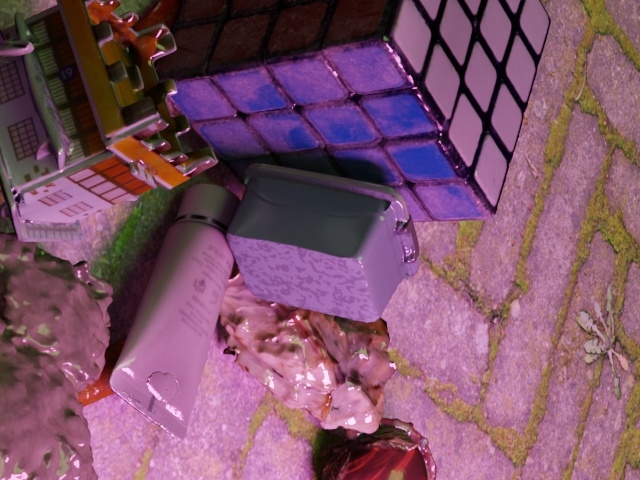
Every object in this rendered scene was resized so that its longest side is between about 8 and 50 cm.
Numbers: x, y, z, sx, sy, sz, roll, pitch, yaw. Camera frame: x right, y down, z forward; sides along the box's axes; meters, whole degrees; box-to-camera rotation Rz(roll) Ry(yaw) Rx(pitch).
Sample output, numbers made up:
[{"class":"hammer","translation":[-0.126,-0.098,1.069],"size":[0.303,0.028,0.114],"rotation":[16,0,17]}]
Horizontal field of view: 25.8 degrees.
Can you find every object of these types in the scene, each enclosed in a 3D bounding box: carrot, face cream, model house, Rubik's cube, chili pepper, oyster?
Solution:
[{"class":"carrot","translation":[-0.253,0.158,1.664],"size":[0.186,0.060,0.060],"rotation":[-26,110,-46]},{"class":"face cream","translation":[-0.166,0.074,1.697],"size":[0.143,0.089,0.314],"rotation":[48,43,-40]},{"class":"model house","translation":[-0.258,-0.141,1.481],"size":[0.198,0.215,0.224],"rotation":[43,25,-72]},{"class":"Rubik's cube","translation":[0.049,-0.244,1.763],"size":[0.337,0.344,0.344],"rotation":[50,48,-43]},{"class":"chili pepper","translation":[-0.224,-0.204,1.684],"size":[0.063,0.071,0.272],"rotation":[22,63,-7]},{"class":"oyster","translation":[-0.016,0.127,1.862],"size":[0.354,0.107,0.201],"rotation":[31,61,-27]}]

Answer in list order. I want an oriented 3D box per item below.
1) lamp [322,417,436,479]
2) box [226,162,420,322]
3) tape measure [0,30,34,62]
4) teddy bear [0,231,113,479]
[{"class":"lamp","translation":[0.077,0.365,1.981],"size":[0.223,0.215,0.151],"rotation":[58,7,9]},{"class":"box","translation":[0.000,0.000,1.723],"size":[0.130,0.227,0.162],"rotation":[-61,151,-32]},{"class":"tape measure","translation":[-0.404,-0.208,1.367],"size":[0.178,0.196,0.105],"rotation":[-47,156,-19]},{"class":"teddy bear","translation":[-0.345,0.170,1.485],"size":[0.357,0.224,0.368],"rotation":[58,36,-31]}]
